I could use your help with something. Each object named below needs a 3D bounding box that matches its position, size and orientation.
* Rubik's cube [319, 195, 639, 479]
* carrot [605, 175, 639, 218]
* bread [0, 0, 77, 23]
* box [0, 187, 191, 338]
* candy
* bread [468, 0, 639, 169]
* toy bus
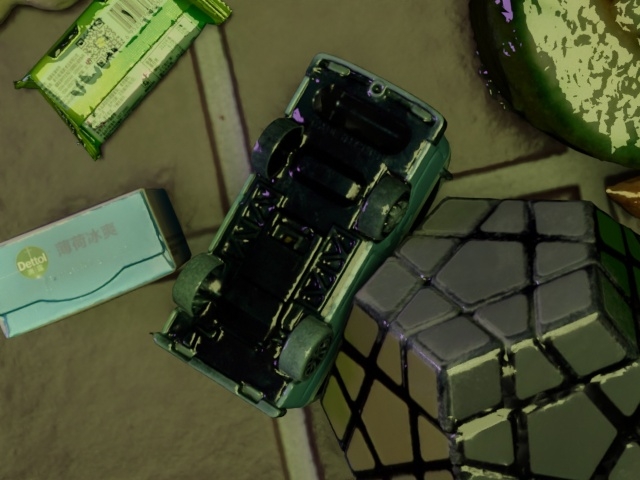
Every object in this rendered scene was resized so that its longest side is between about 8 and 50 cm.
[{"bbox_3d":[0.160,0.115,1.048,0.319,0.319,0.264,10,72,-3],"label":"Rubik's cube"},{"bbox_3d":[0.332,-0.031,1.125,0.205,0.072,0.072,4,94,-21],"label":"carrot"},{"bbox_3d":[-0.298,-0.333,1.111,0.316,0.054,0.316,0,94,-1],"label":"bread"},{"bbox_3d":[-0.185,0.014,1.067,0.139,0.194,0.073,-22,93,-1],"label":"box"},{"bbox_3d":[-0.172,-0.166,1.138,0.102,0.032,0.178,41,90,-8],"label":"candy"},{"bbox_3d":[0.268,-0.254,1.103,0.382,0.129,0.366,32,92,-4],"label":"bread"},{"bbox_3d":[0.000,0.000,1.088,0.133,0.165,0.271,30,92,18],"label":"toy bus"}]
